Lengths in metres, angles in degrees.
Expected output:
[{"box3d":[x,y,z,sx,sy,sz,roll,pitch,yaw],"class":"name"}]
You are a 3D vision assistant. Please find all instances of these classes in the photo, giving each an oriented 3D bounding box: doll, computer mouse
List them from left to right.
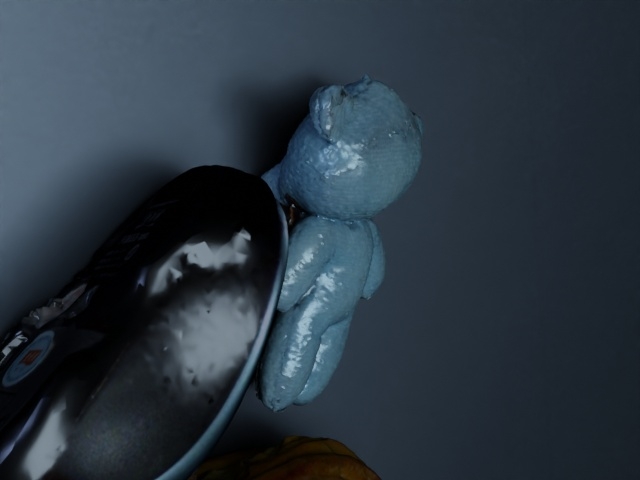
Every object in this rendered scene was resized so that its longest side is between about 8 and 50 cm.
[{"box3d":[-0.094,0.067,0.682,0.233,0.137,0.096,-48,111,-16],"class":"computer mouse"},{"box3d":[-0.004,-0.003,0.766,0.180,0.075,0.120,-66,161,9],"class":"doll"}]

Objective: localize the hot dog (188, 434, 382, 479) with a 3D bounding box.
[{"box3d":[-0.014,0.238,0.755,0.196,0.122,0.272,-28,106,-19],"class":"hot dog"}]
